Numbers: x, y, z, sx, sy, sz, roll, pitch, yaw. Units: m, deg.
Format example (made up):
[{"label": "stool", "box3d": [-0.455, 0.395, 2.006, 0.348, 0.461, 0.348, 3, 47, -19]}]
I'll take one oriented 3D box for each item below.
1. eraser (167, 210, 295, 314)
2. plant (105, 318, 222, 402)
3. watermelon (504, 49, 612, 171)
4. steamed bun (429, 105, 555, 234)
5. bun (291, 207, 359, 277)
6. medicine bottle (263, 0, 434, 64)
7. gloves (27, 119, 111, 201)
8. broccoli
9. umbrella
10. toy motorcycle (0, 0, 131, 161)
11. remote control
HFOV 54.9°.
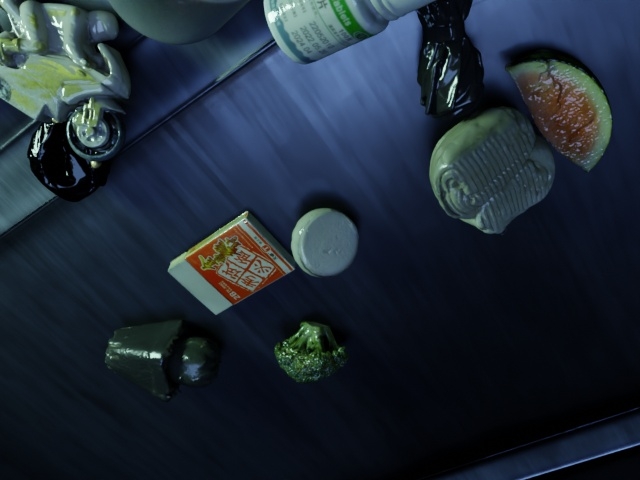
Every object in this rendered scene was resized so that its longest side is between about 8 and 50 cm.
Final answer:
[{"label": "eraser", "box3d": [-0.188, 0.053, 1.300, 0.230, 0.038, 0.157, -31, 118, 23]}, {"label": "plant", "box3d": [-0.356, 0.271, 1.411, 0.256, 0.141, 0.164, 5, 125, 6]}, {"label": "watermelon", "box3d": [0.408, -0.226, 1.020, 0.119, 0.063, 0.245, -38, 113, 21]}, {"label": "steamed bun", "box3d": [0.278, -0.125, 1.070, 0.218, 0.144, 0.211, -42, 123, -6]}, {"label": "bun", "box3d": [0.000, 0.000, 1.215, 0.138, 0.094, 0.138, -6, 105, -24]}, {"label": "medicine bottle", "box3d": [0.046, -0.357, 0.891, 0.237, 0.139, 0.139, -12, 125, 33]}, {"label": "gloves", "box3d": [-0.429, -0.174, 1.113, 0.203, 0.124, 0.164, -39, 125, 9]}, {"label": "broccoli", "box3d": [-0.018, 0.255, 1.380, 0.162, 0.146, 0.137, 13, 95, 14]}, {"label": "umbrella", "box3d": [0.185, -0.352, 0.948, 0.118, 0.118, 0.340, -9, 116, 12]}, {"label": "toy motorcycle", "box3d": [-0.434, -0.300, 1.004, 0.341, 0.108, 0.222, 35, 94, -5]}, {"label": "remote control", "box3d": [-0.188, -0.436, 0.909, 0.332, 0.103, 0.221, -34, 113, 27]}]
